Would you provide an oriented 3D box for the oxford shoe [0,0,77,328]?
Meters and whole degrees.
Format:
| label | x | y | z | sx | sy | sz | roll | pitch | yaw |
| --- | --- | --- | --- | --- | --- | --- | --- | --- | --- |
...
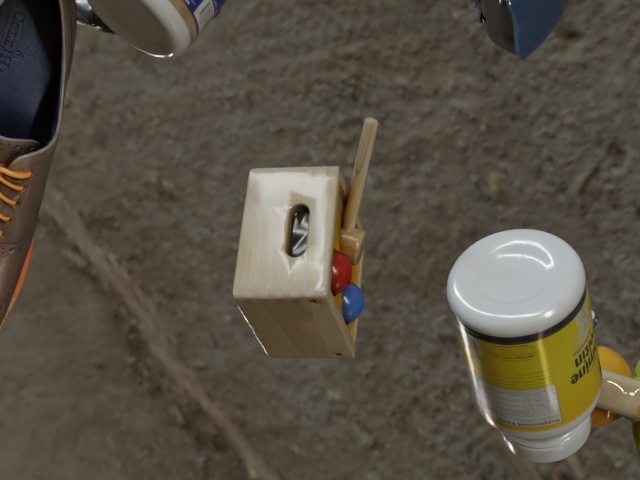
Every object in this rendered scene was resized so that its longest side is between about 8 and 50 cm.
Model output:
| label | x | y | z | sx | sy | sz | roll | pitch | yaw |
| --- | --- | --- | --- | --- | --- | --- | --- | --- | --- |
| oxford shoe | -0.277 | -0.049 | 1.141 | 0.132 | 0.130 | 0.364 | -154 | 76 | -70 |

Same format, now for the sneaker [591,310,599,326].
| label | x | y | z | sx | sy | sz | roll | pitch | yaw |
| --- | --- | --- | --- | --- | --- | --- | --- | --- | --- |
| sneaker | 0.272 | 0.143 | 1.856 | 0.081 | 0.211 | 0.080 | 44 | 145 | 3 |

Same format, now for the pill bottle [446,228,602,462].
| label | x | y | z | sx | sy | sz | roll | pitch | yaw |
| --- | --- | --- | --- | --- | --- | --- | --- | --- | --- |
| pill bottle | 0.161 | 0.087 | 1.102 | 0.103 | 0.103 | 0.184 | 34 | 154 | 40 |

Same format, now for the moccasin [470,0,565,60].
| label | x | y | z | sx | sy | sz | roll | pitch | yaw |
| --- | --- | --- | --- | --- | --- | --- | --- | --- | --- |
| moccasin | 0.193 | -0.300 | 1.542 | 0.117 | 0.138 | 0.342 | 41 | 165 | 16 |

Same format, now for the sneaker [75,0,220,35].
| label | x | y | z | sx | sy | sz | roll | pitch | yaw |
| --- | --- | --- | --- | --- | --- | --- | --- | --- | --- |
| sneaker | -0.237 | -0.321 | 2.026 | 0.106 | 0.234 | 0.078 | 42 | 129 | 52 |

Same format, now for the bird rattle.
| label | x | y | z | sx | sy | sz | roll | pitch | yaw |
| --- | --- | --- | --- | --- | --- | --- | --- | --- | --- |
| bird rattle | 0.264 | 0.132 | 1.413 | 0.253 | 0.143 | 0.207 | 27 | 178 | 16 |

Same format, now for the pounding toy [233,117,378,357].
| label | x | y | z | sx | sy | sz | roll | pitch | yaw |
| --- | --- | --- | --- | --- | --- | --- | --- | --- | --- |
| pounding toy | 0.000 | 0.000 | 1.094 | 0.100 | 0.141 | 0.130 | -1 | 152 | 13 |

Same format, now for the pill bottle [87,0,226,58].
| label | x | y | z | sx | sy | sz | roll | pitch | yaw |
| --- | --- | --- | --- | --- | --- | --- | --- | --- | --- |
| pill bottle | -0.147 | -0.354 | 1.677 | 0.153 | 0.265 | 0.153 | 31 | 160 | 13 |
